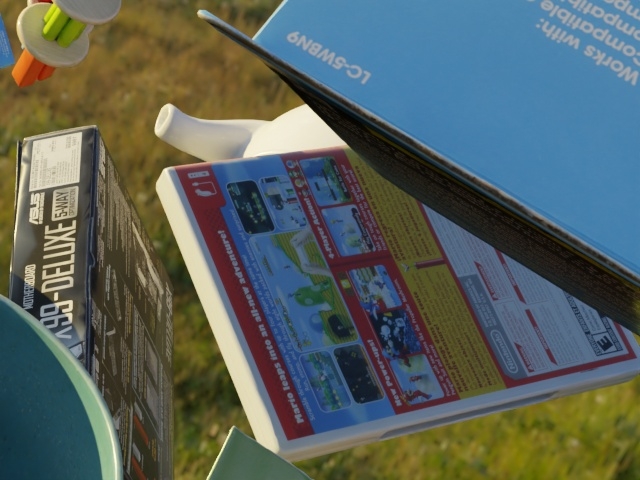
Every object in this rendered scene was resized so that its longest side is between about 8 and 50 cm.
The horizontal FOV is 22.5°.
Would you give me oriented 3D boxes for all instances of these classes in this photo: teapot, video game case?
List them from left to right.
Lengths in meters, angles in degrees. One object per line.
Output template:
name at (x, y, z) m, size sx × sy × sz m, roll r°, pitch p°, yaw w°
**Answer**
teapot at (0.000, 0.000, 1.382) m, size 0.256 × 0.252 × 0.187 m, roll 0°, pitch 6°, yaw 38°
video game case at (0.056, 0.024, 1.040) m, size 0.285 × 0.025 × 0.204 m, roll -9°, pitch 62°, yaw -31°

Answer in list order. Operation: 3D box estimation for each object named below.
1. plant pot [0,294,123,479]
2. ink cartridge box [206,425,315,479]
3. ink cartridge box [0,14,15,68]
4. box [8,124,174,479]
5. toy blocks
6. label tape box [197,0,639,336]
plant pot at (-0.270, 0.168, 0.853) m, size 0.290 × 0.195 × 0.290 m, roll 15°, pitch 37°, yaw -11°
ink cartridge box at (0.000, 0.194, 0.807) m, size 0.209 × 0.062 × 0.109 m, roll 37°, pitch 65°, yaw -22°
ink cartridge box at (-0.312, -0.165, 1.282) m, size 0.052 × 0.088 × 0.122 m, roll -8°, pitch 13°, yaw 33°
box at (-0.193, 0.092, 1.394) m, size 0.076 × 0.242 × 0.307 m, roll -11°, pitch 50°, yaw 7°
toy blocks at (-0.184, -0.156, 1.131) m, size 0.054 × 0.148 × 0.123 m, roll 30°, pitch 49°, yaw -15°
label tape box at (0.113, -0.039, 0.654) m, size 0.240 × 0.106 × 0.333 m, roll 32°, pitch 0°, yaw 11°
